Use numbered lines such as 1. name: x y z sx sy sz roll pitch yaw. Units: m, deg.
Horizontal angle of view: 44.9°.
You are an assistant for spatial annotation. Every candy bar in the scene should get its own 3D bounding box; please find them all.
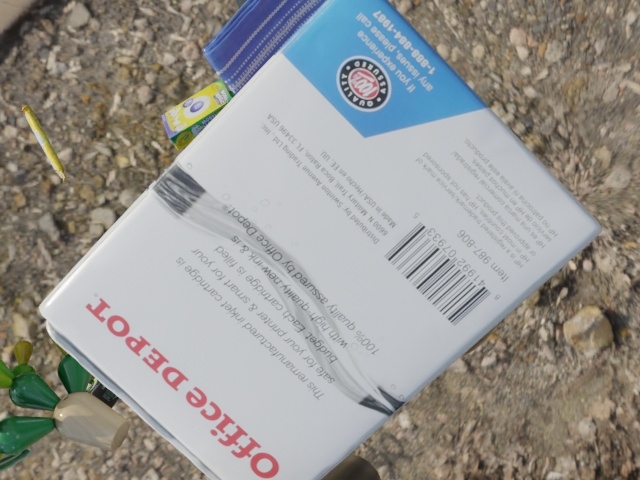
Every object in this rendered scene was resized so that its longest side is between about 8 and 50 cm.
1. candy bar: -0.502 -0.176 1.412 0.018 0.040 0.161 -29 85 -16

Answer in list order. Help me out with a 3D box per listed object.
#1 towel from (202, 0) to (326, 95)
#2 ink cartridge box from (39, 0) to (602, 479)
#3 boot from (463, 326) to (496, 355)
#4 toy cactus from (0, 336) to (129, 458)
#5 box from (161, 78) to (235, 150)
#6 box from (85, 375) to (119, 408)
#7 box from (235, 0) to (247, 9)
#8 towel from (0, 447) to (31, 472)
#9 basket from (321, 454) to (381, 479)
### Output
1. towel: -0.025 -0.291 1.351 0.243 0.336 0.040 -51 33 -13
2. ink cartridge box: -0.007 0.010 0.709 0.395 0.166 0.285 -44 97 11
3. boot: 0.187 0.104 1.152 0.109 0.220 0.283 39 125 5
4. toy cactus: -0.287 0.175 0.801 0.180 0.219 0.112 21 116 13
5. box: -0.242 -0.272 1.628 0.179 0.043 0.105 -30 42 1
6. box: -0.388 0.261 1.379 0.062 0.083 0.052 -2 137 45
7. box: -0.011 -0.556 1.899 0.293 0.212 0.396 -33 61 22
8. towel: -0.585 0.260 1.018 0.324 0.248 0.038 21 120 32
9. basket: 0.043 0.644 1.890 0.204 0.227 0.154 43 130 10
